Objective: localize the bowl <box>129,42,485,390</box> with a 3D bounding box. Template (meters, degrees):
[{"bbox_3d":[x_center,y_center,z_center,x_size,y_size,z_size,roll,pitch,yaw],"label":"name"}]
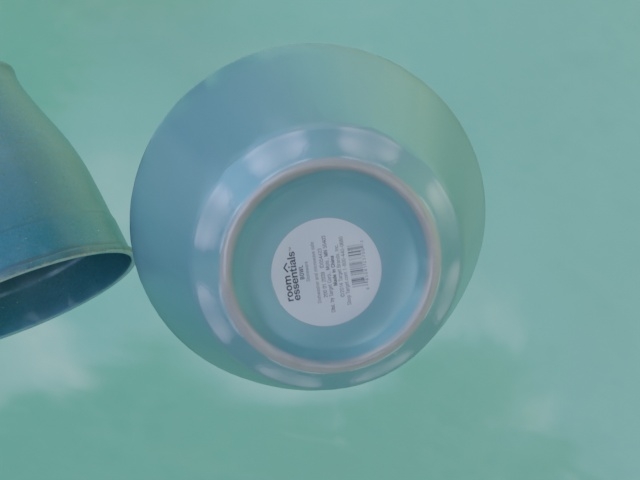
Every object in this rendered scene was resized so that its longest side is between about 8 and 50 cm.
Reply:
[{"bbox_3d":[0.000,0.000,1.552,0.311,0.312,0.163,-56,14,7],"label":"bowl"}]

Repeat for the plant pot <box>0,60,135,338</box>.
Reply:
[{"bbox_3d":[-0.371,-0.043,1.998,0.272,0.272,0.255,-29,78,23],"label":"plant pot"}]
